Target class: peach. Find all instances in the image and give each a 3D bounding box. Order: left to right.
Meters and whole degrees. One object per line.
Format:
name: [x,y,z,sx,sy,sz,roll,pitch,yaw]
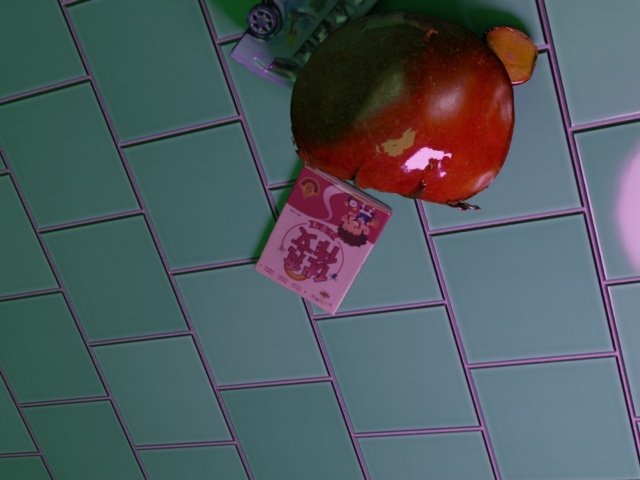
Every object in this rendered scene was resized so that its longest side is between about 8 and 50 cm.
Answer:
peach: [0.258,-0.257,1.290,0.083,0.050,0.077,21,98,0]

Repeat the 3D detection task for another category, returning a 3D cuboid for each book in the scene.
book: [0.000,0.000,1.538,0.162,0.022,0.232,31,122,5]

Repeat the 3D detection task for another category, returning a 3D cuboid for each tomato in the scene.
tomato: [0.119,-0.178,1.245,0.303,0.303,0.239,17,96,13]

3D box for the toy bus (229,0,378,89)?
toy bus: [0.009,-0.358,1.311,0.136,0.109,0.330,37,124,-12]
